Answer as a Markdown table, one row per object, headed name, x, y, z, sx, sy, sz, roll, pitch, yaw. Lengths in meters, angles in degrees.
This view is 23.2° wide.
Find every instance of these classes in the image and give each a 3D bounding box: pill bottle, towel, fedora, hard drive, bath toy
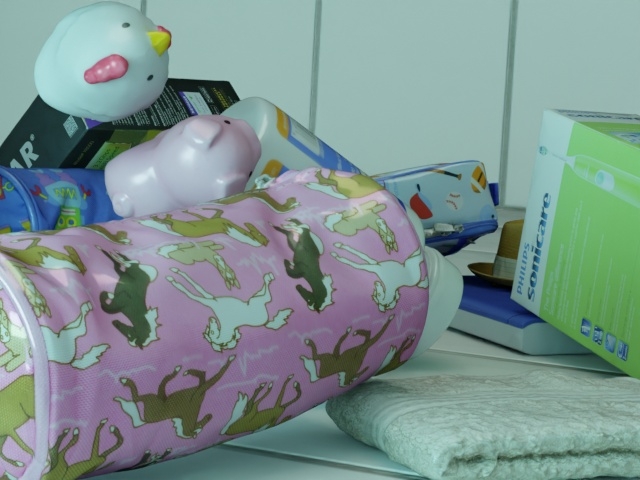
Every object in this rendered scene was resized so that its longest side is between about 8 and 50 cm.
| name | x | y | z | sx | sy | sz | roll | pitch | yaw |
| --- | --- | --- | --- | --- | --- | --- | --- | --- | --- |
| pill bottle | 0.000 | 0.000 | 1.458 | 0.272 | 0.152 | 0.152 | 36 | -9 | -25 |
| towel | 0.167 | 0.134 | 1.141 | 0.282 | 0.049 | 0.187 | 1 | 5 | -23 |
| fedora | 0.271 | 0.014 | 1.822 | 0.194 | 0.079 | 0.194 | 4 | 6 | 0 |
| hard drive | 0.236 | 0.080 | 1.757 | 0.210 | 0.040 | 0.318 | 0 | 6 | -24 |
| bath toy | -0.102 | -0.039 | 1.271 | 0.151 | 0.348 | 0.129 | -32 | 14 | -9 |

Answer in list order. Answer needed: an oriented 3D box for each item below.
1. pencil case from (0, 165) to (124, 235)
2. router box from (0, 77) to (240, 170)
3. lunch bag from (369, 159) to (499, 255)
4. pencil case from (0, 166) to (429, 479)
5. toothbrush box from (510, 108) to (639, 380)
| name | x | y | z | sx | sy | sz | roll | pitch | yaw |
| --- | --- | --- | --- | --- | --- | --- | --- | --- | --- |
| pencil case | -0.217 | -0.003 | 1.527 | 0.119 | 0.133 | 0.306 | -42 | -25 | 29 |
| router box | -0.248 | -0.049 | 1.673 | 0.243 | 0.081 | 0.309 | -3 | -35 | -48 |
| lunch bag | 0.091 | -0.018 | 1.919 | 0.243 | 0.115 | 0.303 | -9 | -5 | -10 |
| pencil case | -0.095 | 0.052 | 1.053 | 0.167 | 0.160 | 0.386 | 22 | 24 | 36 |
| toothbrush box | 0.316 | 0.005 | 1.495 | 0.122 | 0.206 | 0.283 | 0 | 16 | -26 |
